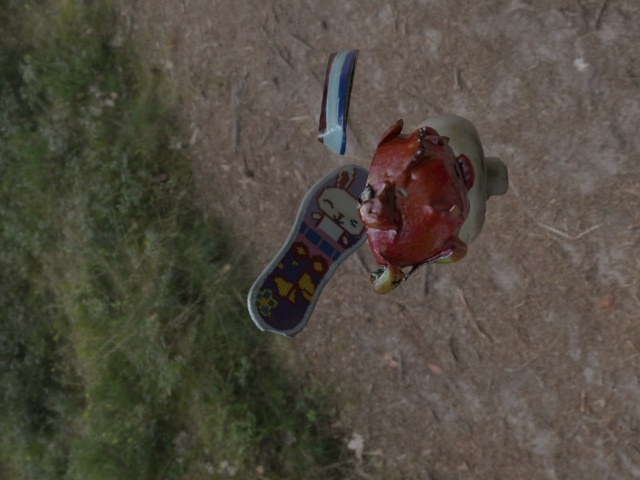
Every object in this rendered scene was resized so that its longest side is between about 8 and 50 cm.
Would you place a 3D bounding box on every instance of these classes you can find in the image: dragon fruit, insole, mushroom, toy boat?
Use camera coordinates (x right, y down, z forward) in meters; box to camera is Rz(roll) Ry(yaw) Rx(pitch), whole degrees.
[{"bbox_3d":[0.080,-0.031,0.514,0.068,0.126,0.112,4,130,31],"label":"dragon fruit"},{"bbox_3d":[0.000,0.000,0.559,0.065,0.197,0.004,41,141,-8],"label":"insole"},{"bbox_3d":[0.221,-0.097,1.138,0.226,0.178,0.226,4,-90,-90],"label":"mushroom"},{"bbox_3d":[0.027,-0.210,0.968,0.080,0.046,0.229,87,-173,-46],"label":"toy boat"}]
